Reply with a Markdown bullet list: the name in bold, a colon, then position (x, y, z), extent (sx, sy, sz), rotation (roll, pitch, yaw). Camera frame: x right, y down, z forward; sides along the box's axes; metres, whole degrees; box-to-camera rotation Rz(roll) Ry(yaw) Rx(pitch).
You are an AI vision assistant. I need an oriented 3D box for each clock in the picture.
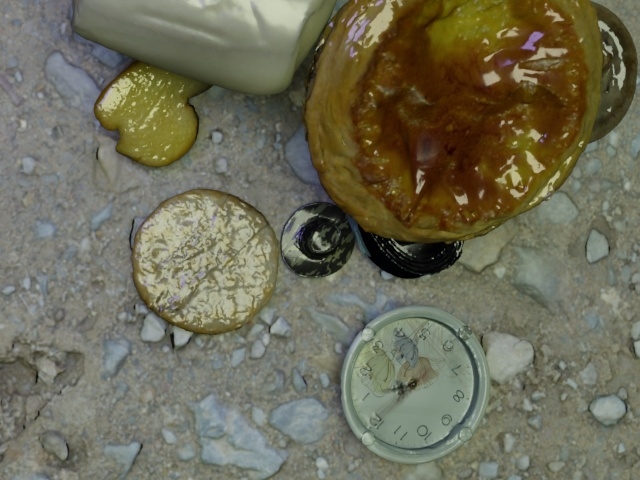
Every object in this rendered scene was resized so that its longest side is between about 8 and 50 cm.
- **clock**: position (0.137, 0.212, 1.808), extent (0.236, 0.053, 0.236), rotation (0, 91, -14)

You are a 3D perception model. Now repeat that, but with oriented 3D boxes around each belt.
- **belt**: position (0.119, -0.036, 1.793), extent (0.151, 0.078, 0.198), rotation (-36, 95, -19)

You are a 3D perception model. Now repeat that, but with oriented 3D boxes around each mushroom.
- **mushroom**: position (0.370, -0.253, 1.806), extent (0.226, 0.178, 0.226), rotation (2, 85, -21)

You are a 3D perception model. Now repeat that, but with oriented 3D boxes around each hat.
- **hat**: position (0.000, 0.000, 1.782), extent (0.121, 0.050, 0.121), rotation (1, 86, -13)

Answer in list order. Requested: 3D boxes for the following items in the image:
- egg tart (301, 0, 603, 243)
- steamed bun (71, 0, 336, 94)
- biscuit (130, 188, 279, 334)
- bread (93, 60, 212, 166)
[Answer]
- **egg tart**: position (0.172, -0.204, 1.663), extent (0.443, 0.178, 0.443), rotation (-8, 117, -17)
- **steamed bun**: position (-0.142, -0.436, 1.641), extent (0.371, 0.290, 0.456), rotation (19, 80, -6)
- **biscuit**: position (-0.164, 0.031, 1.754), extent (0.220, 0.033, 0.220), rotation (0, 89, -14)
- **bread**: position (-0.226, -0.194, 1.733), extent (0.187, 0.065, 0.149), rotation (-40, 108, -13)
